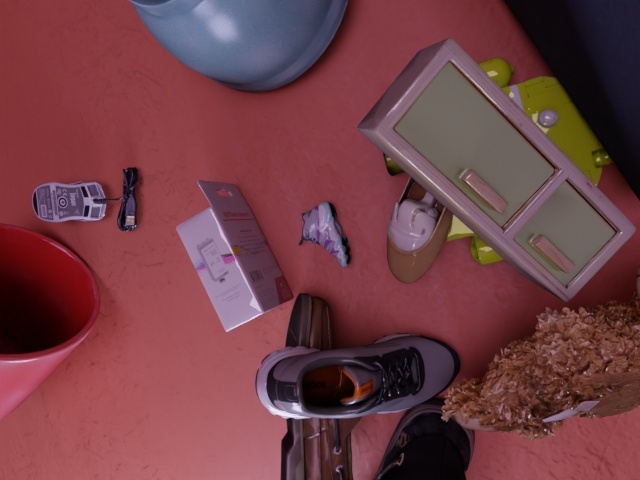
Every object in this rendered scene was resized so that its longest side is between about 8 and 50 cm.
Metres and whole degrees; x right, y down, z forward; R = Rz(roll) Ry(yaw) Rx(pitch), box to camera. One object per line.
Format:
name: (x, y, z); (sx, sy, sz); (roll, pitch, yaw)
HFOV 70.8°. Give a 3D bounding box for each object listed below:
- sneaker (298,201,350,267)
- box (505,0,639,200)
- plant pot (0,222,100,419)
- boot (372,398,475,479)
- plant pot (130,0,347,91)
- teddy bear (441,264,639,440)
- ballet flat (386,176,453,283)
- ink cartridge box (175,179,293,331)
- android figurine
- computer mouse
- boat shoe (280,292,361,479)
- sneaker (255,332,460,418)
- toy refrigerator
sneaker: (0.000, 0.000, 0.647); (0.069, 0.038, 0.098); (-22, 78, 18)
box: (0.395, -0.354, 0.339); (0.472, 0.297, 0.480); (-28, 76, 15)
plant pot: (-0.529, 0.147, 0.712); (0.275, 0.275, 0.243); (43, 114, 10)
boot: (0.081, 0.403, 0.516); (0.138, 0.284, 0.377); (24, 99, 13)
plant pot: (-0.133, -0.350, 0.554); (0.293, 0.196, 0.293); (4, 99, 27)
teddy bear: (0.281, 0.117, 0.473); (0.245, 0.113, 0.338); (8, 139, -21)
ballet flat: (0.122, -0.058, 0.533); (0.080, 0.073, 0.232); (28, 104, 37)
ink cartridge box: (-0.126, 0.016, 0.643); (0.067, 0.115, 0.198); (-28, 84, 17)
android figurine: (0.223, -0.099, 0.564); (0.273, 0.056, 0.248); (-13, 89, 19)
computer mouse: (-0.391, -0.069, 0.757); (0.193, 0.042, 0.106); (1, 98, 11)
boat shoe: (0.003, 0.229, 0.634); (0.104, 0.111, 0.307); (3, 89, -10)
sneaker: (0.064, 0.172, 0.549); (0.271, 0.108, 0.100); (-1, 81, -24)
toy refrigerator: (0.175, -0.063, 0.451); (0.269, 0.094, 0.102); (39, 98, -15)
